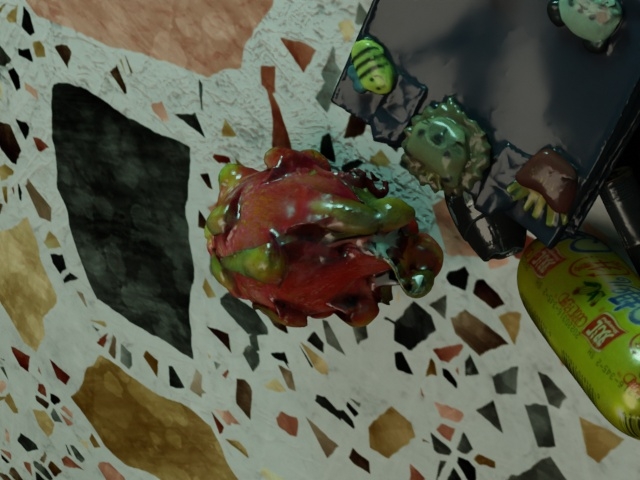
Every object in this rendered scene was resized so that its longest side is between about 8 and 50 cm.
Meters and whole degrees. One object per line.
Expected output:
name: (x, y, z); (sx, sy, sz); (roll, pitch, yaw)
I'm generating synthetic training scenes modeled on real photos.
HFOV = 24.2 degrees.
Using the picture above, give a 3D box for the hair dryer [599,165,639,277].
hair dryer: (0.405, -0.011, 1.576); (0.195, 0.050, 0.173); (-15, 109, 47)

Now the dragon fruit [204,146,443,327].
dragon fruit: (0.000, -0.003, 1.882); (0.307, 0.243, 0.227); (2, 100, 3)

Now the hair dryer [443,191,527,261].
hair dryer: (0.249, -0.119, 1.644); (0.272, 0.091, 0.235); (-20, 80, 30)

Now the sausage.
sausage: (0.307, 0.093, 1.602); (0.347, 0.123, 0.123); (-119, 21, -54)

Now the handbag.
handbag: (0.188, -0.188, 1.532); (0.303, 0.122, 0.329); (37, 119, 21)
